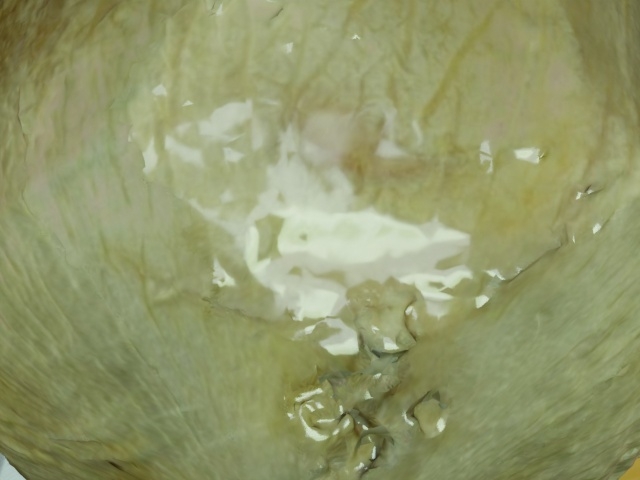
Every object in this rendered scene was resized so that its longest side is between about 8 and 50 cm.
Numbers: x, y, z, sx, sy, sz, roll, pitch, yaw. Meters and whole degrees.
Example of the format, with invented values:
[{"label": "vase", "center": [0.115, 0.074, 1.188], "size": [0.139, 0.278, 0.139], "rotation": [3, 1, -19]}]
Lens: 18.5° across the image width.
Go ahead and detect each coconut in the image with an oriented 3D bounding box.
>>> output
[{"label": "coconut", "center": [0.000, 0.000, 0.925], "size": [0.404, 0.404, 0.404], "rotation": [0, 96, -1]}]

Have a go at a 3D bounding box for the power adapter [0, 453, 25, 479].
[{"label": "power adapter", "center": [-0.203, 0.112, 1.057], "size": [0.125, 0.205, 0.130], "rotation": [-30, 95, 2]}]
